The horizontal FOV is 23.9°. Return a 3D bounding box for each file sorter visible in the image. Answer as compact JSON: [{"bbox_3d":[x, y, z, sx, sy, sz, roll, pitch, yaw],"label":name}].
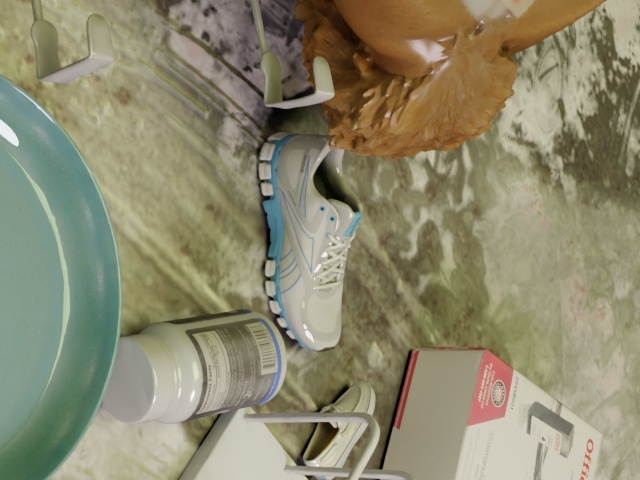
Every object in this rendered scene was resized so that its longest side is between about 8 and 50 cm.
[{"bbox_3d":[0.015,0.290,1.188,0.278,0.173,0.193,55,50,-29],"label":"file sorter"}]

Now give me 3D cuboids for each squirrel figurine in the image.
[{"bbox_3d":[0.055,-0.279,1.222,0.281,0.370,0.397,-5,129,-28],"label":"squirrel figurine"}]

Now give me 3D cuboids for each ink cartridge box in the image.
[{"bbox_3d":[0.165,0.214,1.423,0.218,0.092,0.159,37,60,-41],"label":"ink cartridge box"}]

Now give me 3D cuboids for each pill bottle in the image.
[{"bbox_3d":[-0.098,0.098,1.156,0.137,0.078,0.078,-6,90,-48],"label":"pill bottle"}]

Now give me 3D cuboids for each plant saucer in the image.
[{"bbox_3d":[-0.266,0.033,1.005,0.317,0.043,0.318,6,82,-47],"label":"plant saucer"}]

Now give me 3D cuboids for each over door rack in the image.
[{"bbox_3d":[-0.148,-0.235,1.098,0.239,0.108,0.324,1,64,-48],"label":"over door rack"}]

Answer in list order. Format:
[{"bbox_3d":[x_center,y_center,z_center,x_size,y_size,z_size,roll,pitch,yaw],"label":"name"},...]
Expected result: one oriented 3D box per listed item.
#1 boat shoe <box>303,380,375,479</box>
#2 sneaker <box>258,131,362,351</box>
[{"bbox_3d":[0.014,0.158,1.306,0.035,0.035,0.100,51,58,-34],"label":"boat shoe"},{"bbox_3d":[0.000,0.000,1.274,0.071,0.083,0.191,-13,97,-49],"label":"sneaker"}]
